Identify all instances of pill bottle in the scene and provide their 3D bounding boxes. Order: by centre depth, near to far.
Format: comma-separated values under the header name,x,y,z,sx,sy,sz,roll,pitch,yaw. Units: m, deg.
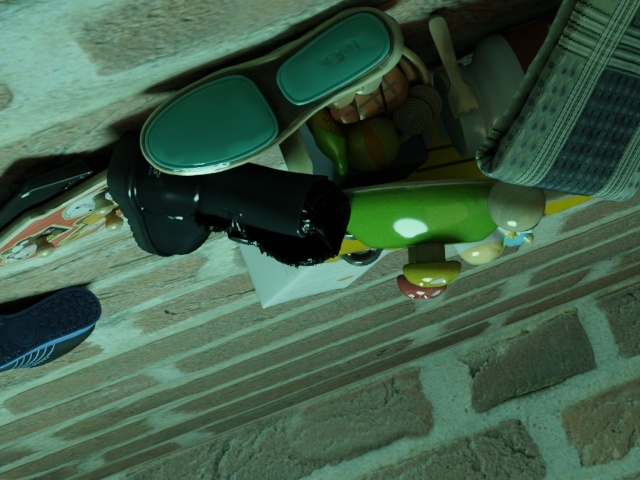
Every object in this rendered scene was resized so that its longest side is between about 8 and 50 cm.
name,x,y,z,sx,sy,sz,roll,pitch,yaw
pill bottle,0.227,-0.160,1.585,0.216,0.121,0.121,-21,167,-5

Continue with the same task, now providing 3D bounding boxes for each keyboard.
name,x,y,z,sx,sy,sz,roll,pitch,yaw
keyboard,-0.278,-0.030,1.528,0.108,0.023,0.180,-21,171,-40

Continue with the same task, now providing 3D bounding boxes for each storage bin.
name,x,y,z,sx,sy,sz,roll,pitch,yaw
storage bin,0.044,-0.105,1.589,0.135,0.091,0.098,-13,164,-35

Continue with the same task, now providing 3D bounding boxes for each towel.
name,x,y,z,sx,sy,sz,roll,pitch,yaw
towel,0.275,-0.188,1.400,0.312,0.056,0.324,5,117,-57

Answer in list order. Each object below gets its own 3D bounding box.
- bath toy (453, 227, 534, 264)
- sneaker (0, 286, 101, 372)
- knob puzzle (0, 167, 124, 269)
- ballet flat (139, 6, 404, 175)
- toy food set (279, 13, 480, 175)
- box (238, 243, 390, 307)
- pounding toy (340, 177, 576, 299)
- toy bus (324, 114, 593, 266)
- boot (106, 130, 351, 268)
name,x,y,z,sx,sy,sz,roll,pitch,yaw
bath toy,0.206,-0.054,1.999,0.151,0.129,0.348,-65,169,-4
sneaker,-0.369,0.123,1.880,0.232,0.081,0.090,-15,158,-30
knob puzzle,-0.248,-0.009,1.574,0.213,0.030,0.213,-27,173,-4
ballet flat,-0.040,-0.129,1.409,0.248,0.086,0.086,-24,167,8
toy food set,0.047,-0.124,1.484,0.192,0.038,0.132,-22,125,3
box,0.000,0.000,1.938,0.130,0.091,0.170,-13,165,-32
pounding toy,0.125,0.000,1.533,0.236,0.110,0.183,-4,178,29
toy bus,0.141,-0.072,1.705,0.332,0.130,0.108,-12,160,4
boot,-0.075,-0.020,1.522,0.207,0.094,0.246,16,167,12
